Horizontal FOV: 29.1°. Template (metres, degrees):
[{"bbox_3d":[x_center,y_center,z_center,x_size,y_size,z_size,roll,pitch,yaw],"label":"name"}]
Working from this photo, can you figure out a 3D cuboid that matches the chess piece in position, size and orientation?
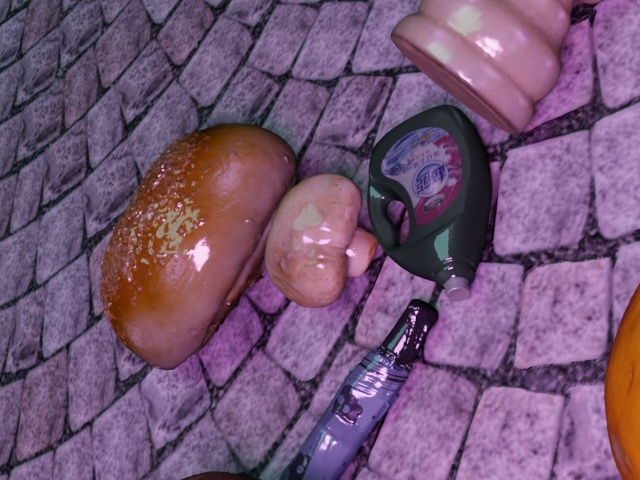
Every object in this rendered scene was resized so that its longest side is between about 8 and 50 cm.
[{"bbox_3d":[0.221,-0.264,1.199,0.300,0.167,0.167,-51,38,2],"label":"chess piece"}]

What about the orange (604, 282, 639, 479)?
[{"bbox_3d":[0.307,0.098,0.782,0.261,0.261,0.261,-28,48,36],"label":"orange"}]

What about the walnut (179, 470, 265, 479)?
[{"bbox_3d":[-0.063,0.320,1.078,0.248,0.248,0.248,-28,48,36],"label":"walnut"}]

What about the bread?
[{"bbox_3d":[-0.149,0.011,1.387,0.314,0.171,0.192,-58,8,10],"label":"bread"}]

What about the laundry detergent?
[{"bbox_3d":[0.111,-0.027,1.229,0.137,0.063,0.211,-26,51,24],"label":"laundry detergent"}]

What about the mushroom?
[{"bbox_3d":[0.000,0.000,1.300,0.148,0.112,0.148,-155,90,-85],"label":"mushroom"}]

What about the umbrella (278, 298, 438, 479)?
[{"bbox_3d":[0.036,0.165,1.207,0.250,0.052,0.053,-56,3,7],"label":"umbrella"}]
